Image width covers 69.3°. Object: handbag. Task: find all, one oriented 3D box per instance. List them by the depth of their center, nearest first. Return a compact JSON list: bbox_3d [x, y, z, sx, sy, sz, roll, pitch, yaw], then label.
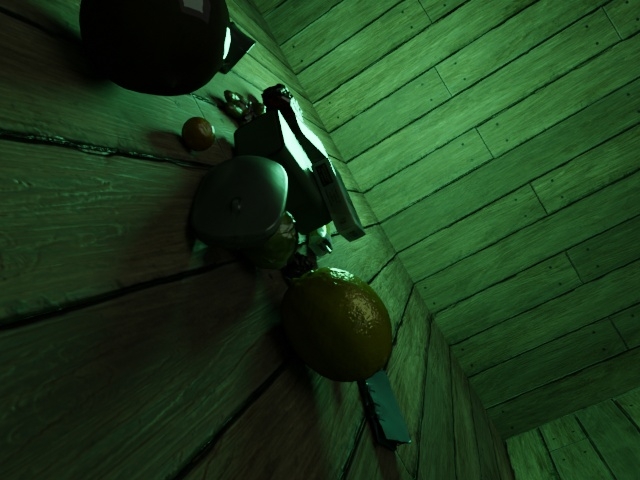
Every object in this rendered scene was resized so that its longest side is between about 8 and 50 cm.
[{"bbox_3d":[0.169,0.460,1.289,0.144,0.057,0.221,39,25,-43],"label":"handbag"}]

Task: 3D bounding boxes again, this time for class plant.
[{"bbox_3d":[-0.073,0.057,1.224,0.174,0.087,0.085,54,40,-4],"label":"plant"}]

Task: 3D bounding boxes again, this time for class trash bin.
[{"bbox_3d":[-0.108,-0.197,1.436,0.343,0.158,0.222,52,17,-46],"label":"trash bin"}]

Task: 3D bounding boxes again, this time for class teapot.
[{"bbox_3d":[-0.342,-0.707,1.665,0.149,0.163,0.239,44,50,-22],"label":"teapot"}]

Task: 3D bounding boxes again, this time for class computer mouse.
[{"bbox_3d":[-0.169,-0.099,0.986,0.330,0.198,0.094,-97,-178,-56],"label":"computer mouse"}]

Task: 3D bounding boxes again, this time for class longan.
[{"bbox_3d":[-0.322,-0.425,0.911,0.297,0.298,0.297,54,16,-23],"label":"longan"}]

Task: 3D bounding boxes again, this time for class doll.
[{"bbox_3d":[-0.245,-0.439,1.560,0.210,0.097,0.137,7,60,-65],"label":"doll"}]

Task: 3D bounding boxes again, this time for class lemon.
[{"bbox_3d":[0.037,0.186,1.035,0.263,0.236,0.235,31,27,-24],"label":"lemon"}]

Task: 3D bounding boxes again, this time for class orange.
[{"bbox_3d":[-0.290,-0.252,1.098,0.083,0.070,0.083,37,41,-41],"label":"orange"}]

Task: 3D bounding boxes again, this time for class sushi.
[{"bbox_3d":[-0.157,-0.553,1.974,0.225,0.137,0.126,52,25,-43],"label":"sushi"}]

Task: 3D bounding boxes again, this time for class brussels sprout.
[{"bbox_3d":[-0.135,-0.009,1.053,0.122,0.152,0.149,4,76,-29],"label":"brussels sprout"}]

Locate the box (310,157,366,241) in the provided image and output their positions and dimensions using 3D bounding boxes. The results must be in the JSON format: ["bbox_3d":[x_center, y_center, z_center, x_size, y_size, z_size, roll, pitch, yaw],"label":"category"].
[{"bbox_3d":[0.058,-0.125,1.473,0.242,0.067,0.155,69,13,19],"label":"box"}]

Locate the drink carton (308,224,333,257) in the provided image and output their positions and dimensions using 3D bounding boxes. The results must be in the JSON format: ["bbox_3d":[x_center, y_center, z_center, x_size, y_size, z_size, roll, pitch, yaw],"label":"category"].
[{"bbox_3d":[0.000,0.000,1.558,0.084,0.075,0.199,51,19,-29],"label":"drink carton"}]

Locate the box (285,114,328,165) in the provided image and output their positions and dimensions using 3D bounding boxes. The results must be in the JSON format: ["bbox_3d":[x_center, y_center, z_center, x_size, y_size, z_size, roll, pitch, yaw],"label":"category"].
[{"bbox_3d":[-0.105,-0.321,1.623,0.274,0.178,0.138,30,33,-63],"label":"box"}]
